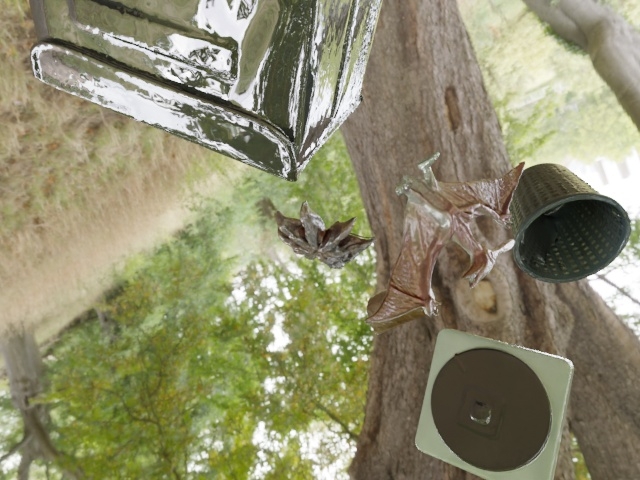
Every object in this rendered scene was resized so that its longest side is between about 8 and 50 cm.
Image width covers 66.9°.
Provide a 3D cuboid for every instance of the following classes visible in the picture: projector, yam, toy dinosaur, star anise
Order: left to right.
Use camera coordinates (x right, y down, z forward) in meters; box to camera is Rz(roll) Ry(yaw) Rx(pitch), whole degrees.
[{"bbox_3d":[-0.002,0.000,0.636,0.141,0.042,0.141,16,153,9],"label":"star anise"},{"bbox_3d":[0.153,0.123,0.932,0.127,0.084,0.084,-25,175,24],"label":"yam"},{"bbox_3d":[0.102,-0.012,0.371,0.220,0.108,0.032,-41,-171,-25],"label":"toy dinosaur"},{"bbox_3d":[0.340,0.329,0.961,0.257,0.259,0.079,11,176,34],"label":"projector"}]

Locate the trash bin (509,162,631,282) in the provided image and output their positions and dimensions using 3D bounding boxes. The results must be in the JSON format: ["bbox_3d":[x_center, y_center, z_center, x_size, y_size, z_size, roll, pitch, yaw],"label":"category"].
[{"bbox_3d":[0.394,-0.043,0.812,0.175,0.175,0.161,-19,-147,17],"label":"trash bin"}]

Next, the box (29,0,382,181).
[{"bbox_3d":[-0.121,-0.263,0.564,0.251,0.345,0.204,-56,164,-48],"label":"box"}]
